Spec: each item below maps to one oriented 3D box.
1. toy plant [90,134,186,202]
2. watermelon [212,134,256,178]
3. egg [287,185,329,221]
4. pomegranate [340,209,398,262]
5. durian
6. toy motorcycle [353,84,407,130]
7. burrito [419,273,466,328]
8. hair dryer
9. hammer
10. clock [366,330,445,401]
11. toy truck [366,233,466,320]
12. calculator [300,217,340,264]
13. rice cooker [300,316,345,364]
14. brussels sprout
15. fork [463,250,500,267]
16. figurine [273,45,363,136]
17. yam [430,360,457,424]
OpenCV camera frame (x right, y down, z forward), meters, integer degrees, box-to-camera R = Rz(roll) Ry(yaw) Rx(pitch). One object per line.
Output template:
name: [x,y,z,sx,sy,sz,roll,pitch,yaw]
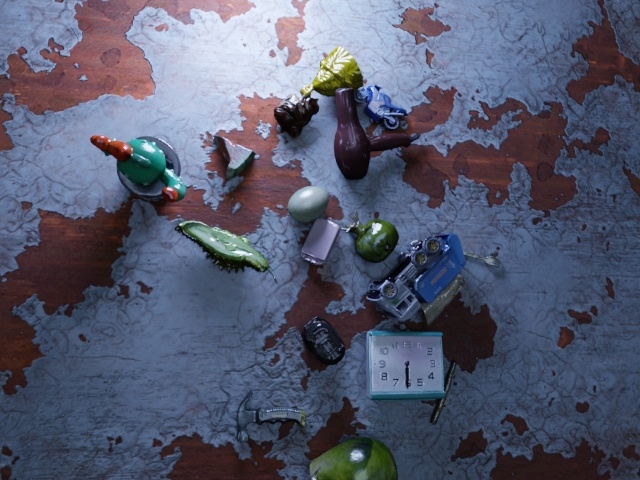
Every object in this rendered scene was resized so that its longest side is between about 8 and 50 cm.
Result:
toy plant: [-0.503,-0.211,1.579,0.185,0.400,0.279,-34,92,-10]
watermelon: [-0.280,-0.302,1.791,0.121,0.098,0.158,-20,85,-13]
egg: [-0.039,-0.124,1.808,0.152,0.114,0.114,-34,92,-15]
pomegranate: [0.169,-0.018,1.834,0.191,0.131,0.152,41,82,3]
durian: [-0.298,0.036,1.745,0.375,0.106,0.132,26,78,-7]
toy motorcycle: [0.212,-0.485,1.918,0.205,0.076,0.114,40,72,-6]
burrito: [0.426,0.203,1.895,0.226,0.060,0.087,-42,100,-12]
hair dryer: [0.202,-0.383,1.852,0.341,0.123,0.312,-14,115,-21]
hammer: [-0.160,0.576,1.755,0.227,0.041,0.158,4,86,-10]
clock: [0.281,0.424,1.827,0.263,0.116,0.231,2,79,-12]
toy truck: [0.334,0.117,1.844,0.367,0.146,0.175,-43,98,-12]
calculator: [0.000,0.000,1.830,0.100,0.032,0.174,22,80,17]
rice cooker: [0.010,0.336,1.780,0.112,0.106,0.165,-39,103,-8]
brussels sprout: [0.107,0.743,1.708,0.272,0.219,0.210,-13,97,8]
fork: [0.565,0.055,1.953,0.220,0.028,0.034,19,85,-9]
figurine: [-0.026,-0.504,1.829,0.315,0.187,0.168,-37,130,-4]
yam: [0.435,0.533,1.882,0.029,0.027,0.234,25,80,-18]
